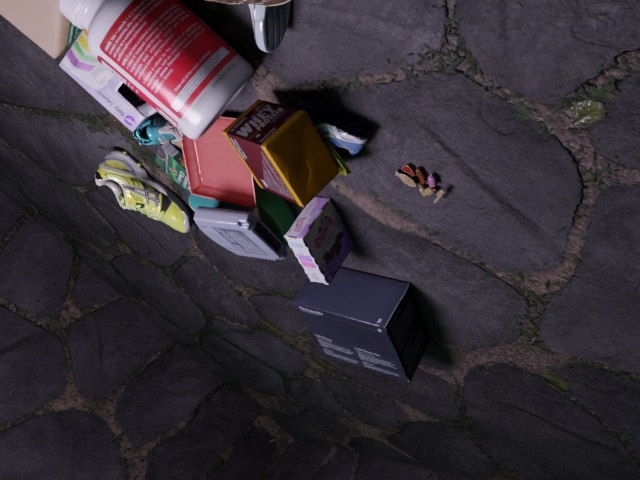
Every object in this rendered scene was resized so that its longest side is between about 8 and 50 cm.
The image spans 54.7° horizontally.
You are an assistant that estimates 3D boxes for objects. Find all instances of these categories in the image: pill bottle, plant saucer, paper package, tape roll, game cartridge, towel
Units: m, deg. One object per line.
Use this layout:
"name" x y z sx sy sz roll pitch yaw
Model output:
"pill bottle" -0.374 -0.445 1.419 0.408 0.229 0.229 41 150 -12
"plant saucer" -0.282 -0.235 1.747 0.259 0.048 0.258 14 123 32
"paper package" -0.683 -0.656 1.467 0.309 0.168 0.325 41 149 -8
"tape roll" -0.233 -0.086 1.959 0.321 0.077 0.321 25 150 16
"game cartridge" -0.240 -0.020 1.828 0.198 0.062 0.297 11 163 23
"towel" -0.015 -0.206 1.556 0.102 0.021 0.237 48 164 -25

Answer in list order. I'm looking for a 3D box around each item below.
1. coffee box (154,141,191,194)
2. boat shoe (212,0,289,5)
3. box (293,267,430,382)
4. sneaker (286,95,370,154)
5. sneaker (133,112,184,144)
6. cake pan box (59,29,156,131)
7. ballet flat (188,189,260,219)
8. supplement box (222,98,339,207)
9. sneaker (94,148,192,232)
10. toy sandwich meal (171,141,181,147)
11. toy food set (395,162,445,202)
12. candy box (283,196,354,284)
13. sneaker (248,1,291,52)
"coffee box" -0.447 -0.226 1.979 0.184 0.040 0.113 44 150 -1
"boat shoe" -0.154 -0.471 1.139 0.258 0.095 0.095 16 135 32
"box" 0.140 0.262 1.997 0.343 0.179 0.312 12 145 33
"sneaker" 0.011 -0.267 1.448 0.211 0.080 0.081 30 147 9
"sneaker" -0.492 -0.323 1.792 0.275 0.110 0.106 10 119 59
"cake pan box" -0.506 -0.449 1.609 0.246 0.070 0.267 -35 109 33
"ballet flat" -0.285 -0.093 1.852 0.249 0.086 0.086 15 145 29
"supplement box" -0.094 -0.210 1.467 0.194 0.129 0.191 27 157 48
"sneaker" -0.629 -0.146 2.193 0.385 0.147 0.145 41 148 -14
"toy sandwich meal" -0.414 -0.300 1.871 0.086 0.029 0.085 25 149 16
"toy food set" 0.240 -0.144 1.466 0.122 0.019 0.078 39 151 6
"candy box" 0.000 0.000 1.764 0.070 0.164 0.196 8 142 37
"sneaker" -0.121 -0.506 1.235 0.091 0.094 0.258 31 143 25
